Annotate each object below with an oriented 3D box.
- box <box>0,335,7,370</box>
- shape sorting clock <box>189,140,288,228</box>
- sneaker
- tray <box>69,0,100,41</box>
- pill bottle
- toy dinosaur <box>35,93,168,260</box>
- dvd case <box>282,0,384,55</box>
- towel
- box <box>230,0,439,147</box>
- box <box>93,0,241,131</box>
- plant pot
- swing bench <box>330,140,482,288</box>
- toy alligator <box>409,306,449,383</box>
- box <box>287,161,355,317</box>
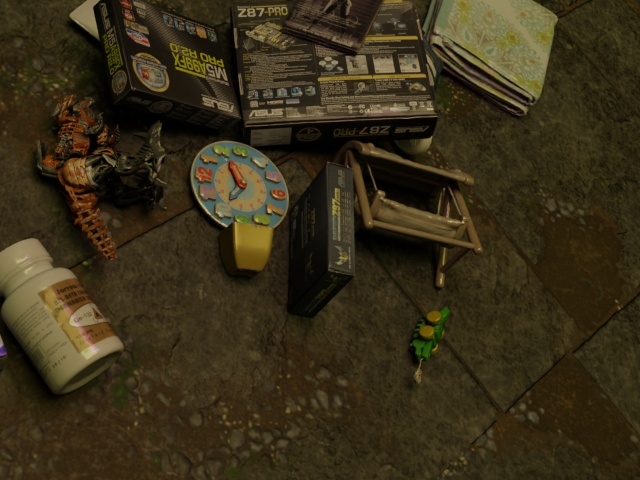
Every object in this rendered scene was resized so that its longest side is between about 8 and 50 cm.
[{"bbox_3d":[-0.562,0.145,1.504,0.126,0.072,0.137,-16,71,-34],"label":"box"},{"bbox_3d":[-0.153,-0.103,1.895,0.206,0.040,0.206,13,57,-21],"label":"shape sorting clock"},{"bbox_3d":[0.218,-0.344,2.192,0.148,0.131,0.350,10,63,-41],"label":"sneaker"},{"bbox_3d":[-0.355,-0.391,1.969,0.270,0.030,0.145,38,50,-2],"label":"tray"},{"bbox_3d":[-0.425,0.116,1.557,0.131,0.131,0.229,-30,79,-38],"label":"pill bottle"},{"bbox_3d":[-0.386,-0.114,1.740,0.219,0.164,0.321,-6,83,-15],"label":"toy dinosaur"},{"bbox_3d":[0.038,-0.486,2.045,0.165,0.018,0.221,20,60,9],"label":"dvd case"},{"bbox_3d":[0.413,-0.508,2.420,0.321,0.090,0.374,30,52,-13],"label":"towel"},{"bbox_3d":[0.021,-0.351,2.030,0.395,0.097,0.318,-5,64,-8],"label":"box"},{"bbox_3d":[-0.285,-0.333,1.860,0.270,0.060,0.216,10,57,-48],"label":"box"},{"bbox_3d":[-0.136,0.021,1.807,0.082,0.081,0.083,7,70,-24],"label":"plant pot"},{"bbox_3d":[0.166,-0.071,1.968,0.253,0.165,0.254,13,56,-21],"label":"swing bench"},{"bbox_3d":[0.195,0.195,1.898,0.051,0.056,0.189,8,47,27],"label":"toy alligator"},{"bbox_3d":[0.000,0.000,1.823,0.059,0.183,0.232,13,57,-22],"label":"box"}]
